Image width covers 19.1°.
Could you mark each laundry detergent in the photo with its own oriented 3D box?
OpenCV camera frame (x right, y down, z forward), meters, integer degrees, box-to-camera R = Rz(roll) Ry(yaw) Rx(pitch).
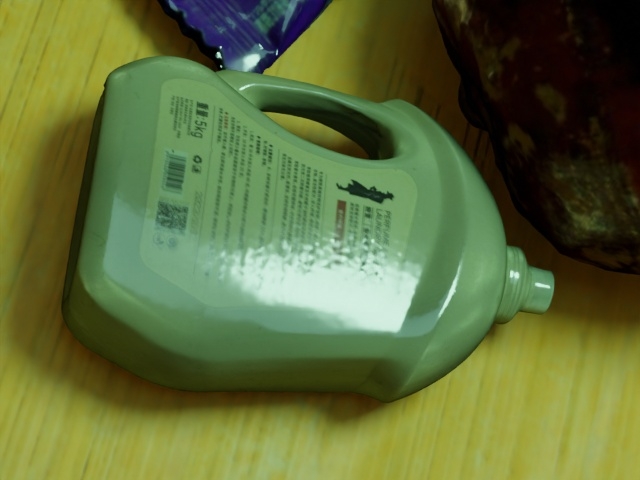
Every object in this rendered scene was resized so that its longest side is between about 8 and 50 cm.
[{"bbox_3d":[0.000,0.000,1.000,0.253,0.091,0.181,11,64,-11],"label":"laundry detergent"}]

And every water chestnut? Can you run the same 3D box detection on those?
[{"bbox_3d":[0.205,-0.120,1.018,0.289,0.244,0.289,4,68,-11],"label":"water chestnut"}]

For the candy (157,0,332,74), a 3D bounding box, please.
[{"bbox_3d":[0.014,-0.205,1.095,0.275,0.070,0.145,-34,75,-19],"label":"candy"}]
